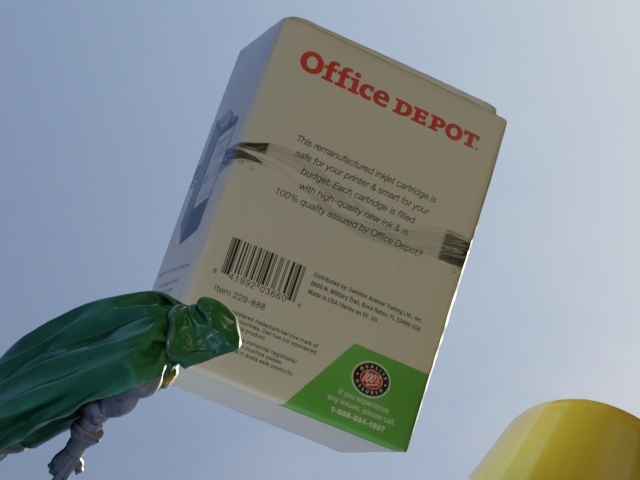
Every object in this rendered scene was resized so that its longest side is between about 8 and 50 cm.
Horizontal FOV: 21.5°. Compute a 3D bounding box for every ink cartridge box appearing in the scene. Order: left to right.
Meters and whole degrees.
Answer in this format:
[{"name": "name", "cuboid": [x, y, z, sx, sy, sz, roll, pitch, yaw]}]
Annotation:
[{"name": "ink cartridge box", "cuboid": [0.000, 0.000, 1.340, 0.211, 0.289, 0.121, 24, 165, -17]}]

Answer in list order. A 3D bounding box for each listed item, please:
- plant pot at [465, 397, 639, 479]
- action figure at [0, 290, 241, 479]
[{"name": "plant pot", "cuboid": [0.192, 0.264, 1.362, 0.254, 0.254, 0.239, 45, -138, -15]}, {"name": "action figure", "cuboid": [-0.143, 0.084, 0.926, 0.063, 0.232, 0.137, 53, -152, -26]}]
